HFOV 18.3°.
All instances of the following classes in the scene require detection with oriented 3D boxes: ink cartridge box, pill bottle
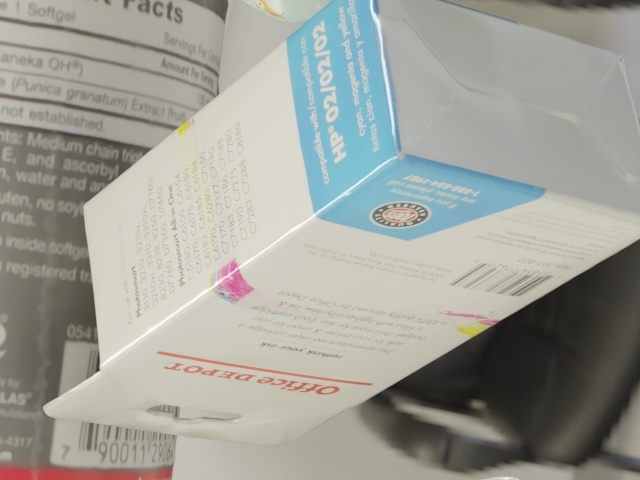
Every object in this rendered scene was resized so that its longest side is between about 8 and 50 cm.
[{"bbox_3d":[0.000,0.000,0.607,0.181,0.104,0.061,-35,54,41],"label":"ink cartridge box"},{"bbox_3d":[-0.126,-0.042,0.711,0.176,0.176,0.318,176,101,-73],"label":"pill bottle"}]

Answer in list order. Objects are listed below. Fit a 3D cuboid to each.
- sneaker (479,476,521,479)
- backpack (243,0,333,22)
[{"bbox_3d":[0.083,0.183,1.152,0.134,0.051,0.070,-34,-42,-47],"label":"sneaker"},{"bbox_3d":[-0.011,-0.211,1.087,0.188,0.166,0.144,41,157,38],"label":"backpack"}]
